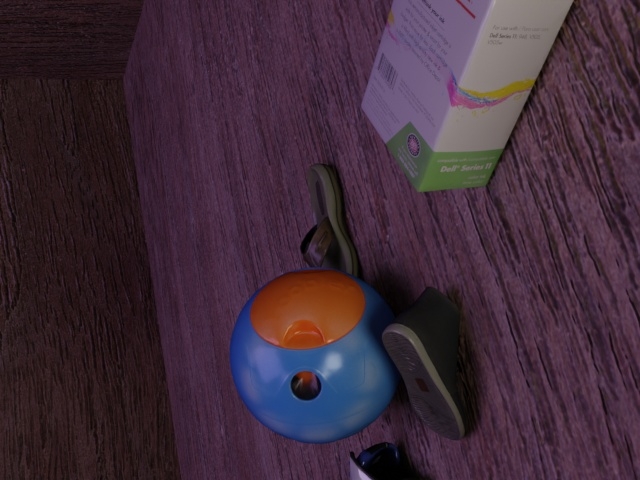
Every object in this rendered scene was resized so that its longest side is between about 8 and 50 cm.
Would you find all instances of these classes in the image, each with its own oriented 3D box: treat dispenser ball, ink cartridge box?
[{"bbox_3d":[-0.006,0.188,1.225,0.288,0.288,0.288,175,90,-65],"label":"treat dispenser ball"},{"bbox_3d":[0.182,-0.262,0.935,0.354,0.119,0.207,107,148,-41],"label":"ink cartridge box"}]

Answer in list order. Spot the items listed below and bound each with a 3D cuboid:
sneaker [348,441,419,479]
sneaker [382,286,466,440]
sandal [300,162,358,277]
[{"bbox_3d":[0.091,0.448,1.283,0.315,0.127,0.182,-31,62,55],"label":"sneaker"},{"bbox_3d":[0.182,0.183,1.087,0.083,0.118,0.222,1,124,47],"label":"sneaker"},{"bbox_3d":[-0.001,-0.001,1.419,0.120,0.086,0.303,137,124,-60],"label":"sandal"}]
